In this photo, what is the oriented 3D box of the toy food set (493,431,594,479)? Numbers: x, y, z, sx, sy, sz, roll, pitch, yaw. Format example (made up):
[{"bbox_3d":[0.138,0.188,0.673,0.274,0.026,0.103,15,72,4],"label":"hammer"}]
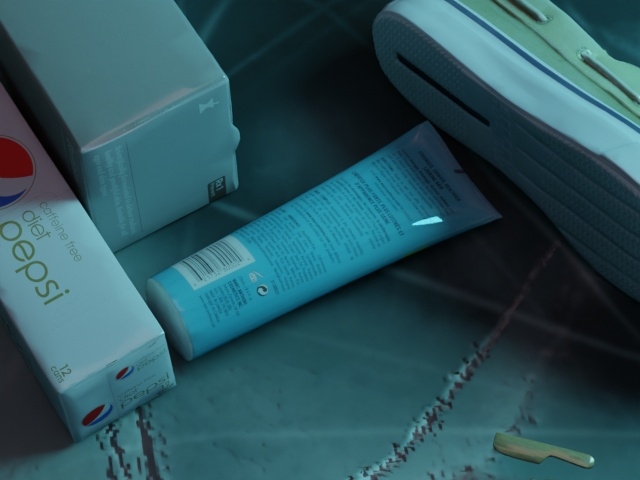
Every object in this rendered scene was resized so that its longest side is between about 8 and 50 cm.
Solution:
[{"bbox_3d":[0.106,0.169,0.981,0.078,0.019,0.122,14,70,9],"label":"toy food set"}]

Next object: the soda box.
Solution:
[{"bbox_3d":[-0.166,0.003,1.044,0.069,0.074,0.216,-30,65,-14],"label":"soda box"}]

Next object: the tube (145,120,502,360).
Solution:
[{"bbox_3d":[0.000,0.000,1.060,0.207,0.052,0.080,-27,69,-19],"label":"tube"}]

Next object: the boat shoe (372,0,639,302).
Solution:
[{"bbox_3d":[0.160,-0.066,1.059,0.094,0.109,0.302,-37,64,-20],"label":"boat shoe"}]

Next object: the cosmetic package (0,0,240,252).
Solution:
[{"bbox_3d":[-0.147,-0.124,1.085,0.107,0.127,0.238,-26,62,-13],"label":"cosmetic package"}]
